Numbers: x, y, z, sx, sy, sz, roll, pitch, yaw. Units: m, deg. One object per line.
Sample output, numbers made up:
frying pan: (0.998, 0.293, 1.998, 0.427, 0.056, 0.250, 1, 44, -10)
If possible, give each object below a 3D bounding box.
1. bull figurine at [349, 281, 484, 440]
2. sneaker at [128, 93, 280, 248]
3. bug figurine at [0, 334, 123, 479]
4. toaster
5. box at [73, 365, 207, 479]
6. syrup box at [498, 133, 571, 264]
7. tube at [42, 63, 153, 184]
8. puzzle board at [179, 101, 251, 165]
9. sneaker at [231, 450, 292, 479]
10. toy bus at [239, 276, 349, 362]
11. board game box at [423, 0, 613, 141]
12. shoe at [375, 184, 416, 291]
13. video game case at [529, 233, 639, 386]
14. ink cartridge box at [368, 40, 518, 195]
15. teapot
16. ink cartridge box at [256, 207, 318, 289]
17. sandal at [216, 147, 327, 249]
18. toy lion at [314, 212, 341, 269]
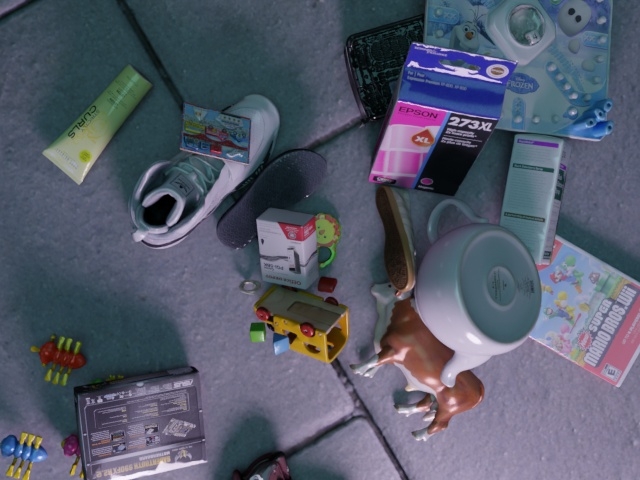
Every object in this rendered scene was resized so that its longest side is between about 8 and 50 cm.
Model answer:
bull figurine: (0.175, 0.228, 1.610, 0.188, 0.101, 0.310, -42, 91, 5)
sneaker: (-0.209, -0.123, 1.515, 0.137, 0.210, 0.366, 44, 90, -4)
bug figurine: (-0.485, 0.328, 1.598, 0.216, 0.072, 0.279, 23, 87, -10)
toaster: (0.132, -0.314, 1.570, 0.185, 0.110, 0.168, -17, 93, -2)
box: (-0.335, 0.347, 1.572, 0.231, 0.056, 0.183, -8, 98, -22)
syrup box: (0.405, -0.078, 1.591, 0.096, 0.093, 0.237, 12, 93, 25)
tube: (-0.415, -0.223, 1.579, 0.240, 0.062, 0.070, -47, 54, 5)
puzzle board: (-0.183, -0.190, 1.475, 0.128, 0.011, 0.096, 12, 64, -23)
sneaker: (-0.045, 0.493, 1.613, 0.281, 0.106, 0.163, 5, 90, -2)
toy bus: (-0.045, 0.158, 1.589, 0.190, 0.202, 0.104, -10, 124, -9)
board game box: (0.380, -0.398, 1.546, 0.389, 0.050, 0.390, 4, 88, -17)
shoe: (0.155, -0.007, 1.581, 0.058, 0.076, 0.219, 4, 63, -27)
video game case: (0.519, 0.135, 1.657, 0.285, 0.025, 0.204, 29, 92, -4)
ink cartridge box: (0.202, -0.198, 1.462, 0.175, 0.371, 0.069, 10, 63, -3)
teapot: (0.260, 0.089, 1.515, 0.252, 0.187, 0.256, 49, 58, -17)
ink cartridge box: (-0.061, 0.016, 1.566, 0.099, 0.056, 0.135, 9, 120, 24)
sandal: (-0.101, -0.090, 1.598, 0.254, 0.054, 0.097, -38, 111, 10)
toy lion: (0.000, 0.000, 1.624, 0.096, 0.034, 0.100, -26, 94, -8)
